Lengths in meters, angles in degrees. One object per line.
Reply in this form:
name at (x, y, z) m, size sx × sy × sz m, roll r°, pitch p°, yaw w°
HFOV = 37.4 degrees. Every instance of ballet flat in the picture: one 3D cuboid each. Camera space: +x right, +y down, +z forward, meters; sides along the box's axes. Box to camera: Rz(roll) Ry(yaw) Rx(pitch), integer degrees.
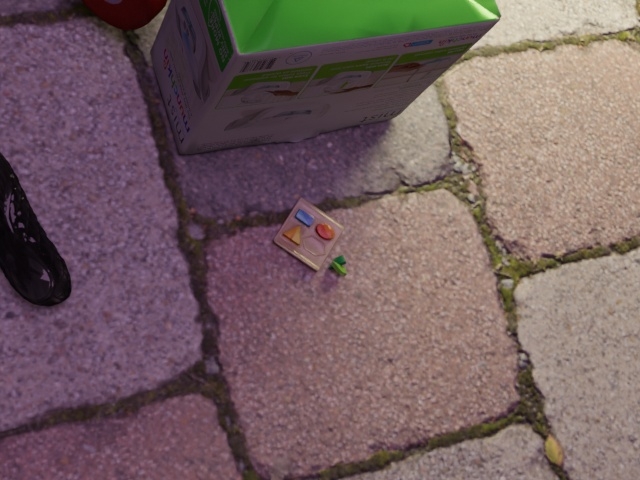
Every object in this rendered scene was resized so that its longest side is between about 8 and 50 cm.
ballet flat at (-0.284, -0.014, 0.866) m, size 0.057 × 0.049 × 0.173 m, roll -30°, pitch 80°, yaw 2°

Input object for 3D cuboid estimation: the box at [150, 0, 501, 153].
box at (-0.005, -0.193, 0.911) m, size 0.262 × 0.231 × 0.126 m, roll -13°, pitch 80°, yaw -23°

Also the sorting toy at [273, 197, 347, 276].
sorting toy at (0.000, 0.000, 0.975) m, size 0.083 × 0.012 × 0.062 m, roll 34°, pitch 65°, yaw -7°

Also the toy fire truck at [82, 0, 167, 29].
toy fire truck at (-0.163, -0.358, 0.869) m, size 0.302 × 0.254 × 0.169 m, roll 44°, pitch 55°, yaw -12°
